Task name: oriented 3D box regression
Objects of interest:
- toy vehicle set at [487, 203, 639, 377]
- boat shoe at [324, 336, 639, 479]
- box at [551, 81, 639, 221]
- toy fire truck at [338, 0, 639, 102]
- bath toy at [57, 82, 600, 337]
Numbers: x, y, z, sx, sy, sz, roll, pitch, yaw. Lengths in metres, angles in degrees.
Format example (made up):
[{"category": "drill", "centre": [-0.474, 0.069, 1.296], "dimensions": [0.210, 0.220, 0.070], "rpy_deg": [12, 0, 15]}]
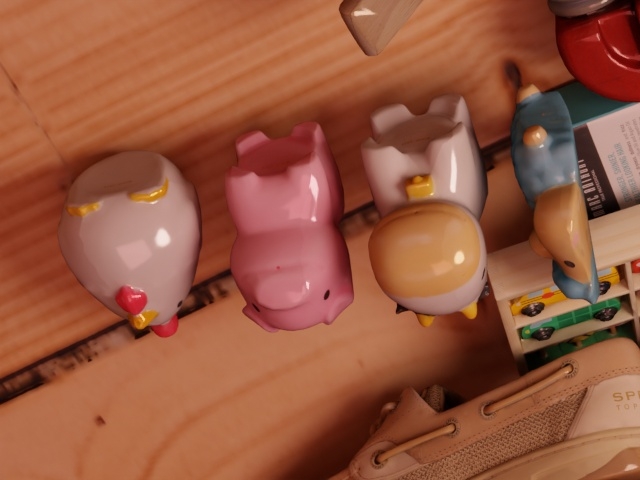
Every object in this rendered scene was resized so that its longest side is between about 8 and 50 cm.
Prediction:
[{"category": "toy vehicle set", "centre": [0.253, 0.019, 1.326], "dimensions": [0.267, 0.035, 0.166], "rpy_deg": [-18, 152, 5]}, {"category": "boat shoe", "centre": [0.093, 0.161, 1.384], "dimensions": [0.341, 0.110, 0.122], "rpy_deg": [-21, 159, 29]}, {"category": "box", "centre": [0.276, -0.087, 1.293], "dimensions": [0.244, 0.060, 0.100], "rpy_deg": [-20, 120, 10]}, {"category": "toy fire truck", "centre": [0.151, -0.172, 1.204], "dimensions": [0.246, 0.158, 0.217], "rpy_deg": [-17, 121, 18]}, {"category": "bath toy", "centre": [0.000, 0.000, 1.248], "dimensions": [0.348, 0.151, 0.129], "rpy_deg": [-7, 120, 14]}]
